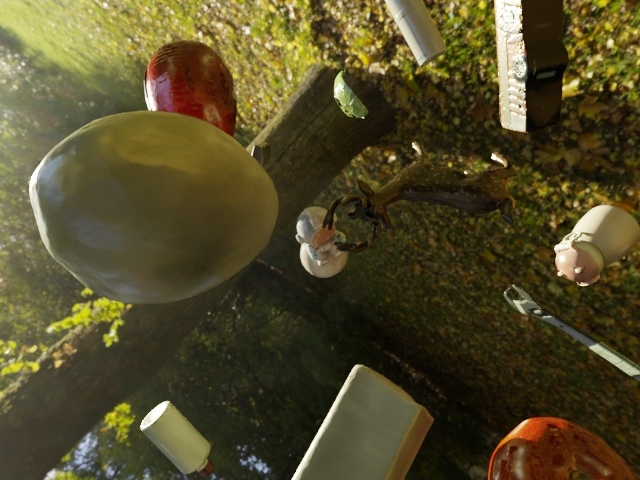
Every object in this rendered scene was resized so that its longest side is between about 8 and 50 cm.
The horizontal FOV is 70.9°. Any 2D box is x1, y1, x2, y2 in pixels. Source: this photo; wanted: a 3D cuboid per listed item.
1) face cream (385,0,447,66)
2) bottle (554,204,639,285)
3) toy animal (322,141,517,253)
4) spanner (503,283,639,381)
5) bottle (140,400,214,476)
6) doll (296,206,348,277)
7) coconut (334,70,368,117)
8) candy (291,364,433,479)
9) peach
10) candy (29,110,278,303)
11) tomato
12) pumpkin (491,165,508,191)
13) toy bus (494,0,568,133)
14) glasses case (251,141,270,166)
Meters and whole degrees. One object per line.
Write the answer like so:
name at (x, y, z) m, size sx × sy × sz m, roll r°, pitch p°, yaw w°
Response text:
face cream at (0.217, -0.556, 1.096) m, size 0.250 × 0.077 × 0.077 m, roll 60°, pitch 164°, yaw -5°
bottle at (0.748, 0.023, 1.241) m, size 0.147 × 0.236 × 0.147 m, roll 46°, pitch 161°, yaw 20°
toy animal at (0.150, -0.073, 0.648) m, size 0.243 × 0.260 × 0.087 m, roll 0°, pitch 120°, yaw 28°
spanner at (0.429, 0.164, 0.698) m, size 0.316 × 0.024 × 0.087 m, roll 38°, pitch 170°, yaw 32°
bottle at (-0.395, 0.581, 1.287) m, size 0.245 × 0.104 × 0.104 m, roll 54°, pitch 163°, yaw -13°
doll at (0.000, 0.000, 1.257) m, size 0.151 × 0.151 × 0.287 m, roll 32°, pitch 162°, yaw 22°
coconut at (0.074, -0.420, 1.307) m, size 0.133 × 0.055 × 0.158 m, roll 60°, pitch 178°, yaw -29°
candy at (0.086, 0.482, 1.009) m, size 0.208 × 0.359 × 0.145 m, roll 21°, pitch 157°, yaw 32°
peach at (-0.267, -0.277, 0.926) m, size 0.158 × 0.267 × 0.154 m, roll -1°, pitch -177°, yaw 40°
candy at (-0.264, -0.032, 0.757) m, size 0.186 × 0.386 × 0.427 m, roll 61°, pitch 178°, yaw 31°
tomato at (0.504, 0.526, 0.945) m, size 0.298 × 0.298 × 0.226 m, roll 30°, pitch 145°, yaw 30°
pumpkin at (0.402, -0.127, 1.026) m, size 0.054 × 0.074 × 0.083 m, roll 6°, pitch 177°, yaw 28°
toy bus at (0.355, -0.393, 0.765) m, size 0.092 × 0.093 × 0.409 m, roll -133°, pitch 28°, yaw -63°
glasses case at (-0.187, -0.270, 1.417) m, size 0.042 × 0.072 × 0.190 m, roll 9°, pitch -165°, yaw -2°
